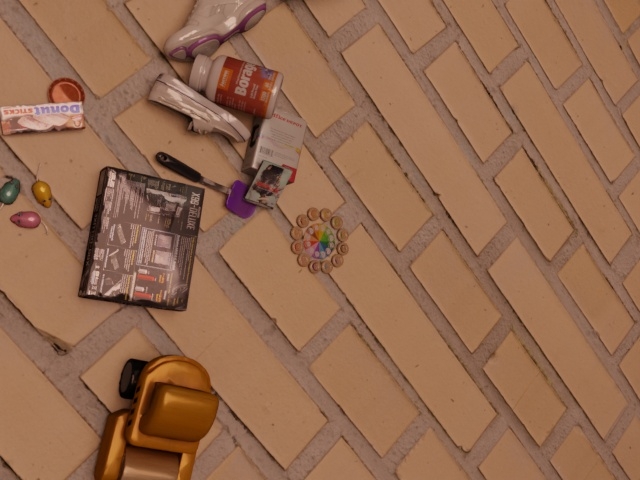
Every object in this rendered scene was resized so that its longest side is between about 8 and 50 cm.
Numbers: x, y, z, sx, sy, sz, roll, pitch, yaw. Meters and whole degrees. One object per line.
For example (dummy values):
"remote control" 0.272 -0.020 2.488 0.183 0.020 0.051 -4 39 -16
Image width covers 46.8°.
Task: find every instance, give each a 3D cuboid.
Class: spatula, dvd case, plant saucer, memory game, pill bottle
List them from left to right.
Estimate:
"plant saucer" -0.589 -0.336 1.714 0.084 0.013 0.083 3 83 -28
"spatula" -0.281 -0.146 1.858 0.296 0.030 0.084 27 75 -25
"pill bottle" -0.209 -0.386 1.830 0.216 0.121 0.121 16 77 -4
"dvd case" -0.134 -0.141 1.890 0.087 0.013 0.119 19 115 -27
"memory game" 0.000 0.000 2.014 0.186 0.012 0.186 3 84 -29

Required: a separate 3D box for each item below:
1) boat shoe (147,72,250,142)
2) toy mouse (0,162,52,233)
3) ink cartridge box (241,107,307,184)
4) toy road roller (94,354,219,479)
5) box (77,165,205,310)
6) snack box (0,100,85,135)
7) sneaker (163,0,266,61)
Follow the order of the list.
"boat shoe" -0.300 -0.305 1.830 0.268 0.096 0.088 33 81 -26
"toy mouse" -0.662 -0.080 1.637 0.143 0.031 0.161 -20 95 -29
"ink cartridge box" -0.119 -0.246 1.935 0.127 0.072 0.175 19 76 -26
"toy road roller" -0.349 0.419 1.645 0.203 0.241 0.329 18 77 -26
"box" -0.417 0.000 1.742 0.243 0.076 0.307 11 80 -28
"snack box" -0.627 -0.277 1.671 0.178 0.022 0.064 -9 97 -26
"sneaker" -0.287 -0.559 1.870 0.305 0.114 0.152 -39 85 -26
